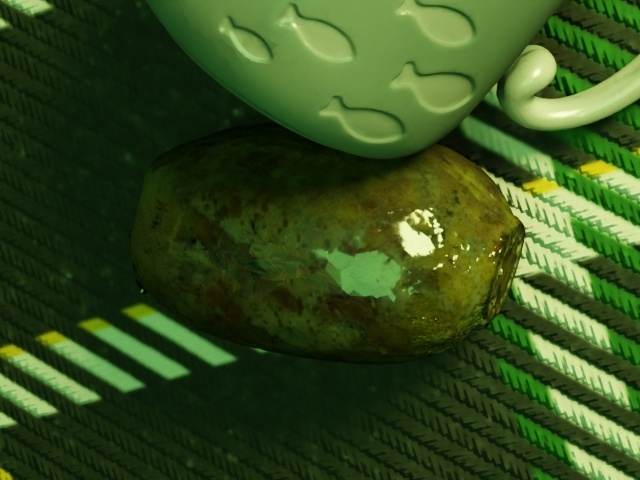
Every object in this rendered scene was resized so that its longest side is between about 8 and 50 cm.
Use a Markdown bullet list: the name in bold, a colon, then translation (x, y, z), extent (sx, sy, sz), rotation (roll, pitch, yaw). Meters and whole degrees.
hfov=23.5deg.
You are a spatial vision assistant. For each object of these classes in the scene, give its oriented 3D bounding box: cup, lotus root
- **cup**: translation (0.082, -0.191, 0.966), extent (0.357, 0.259, 0.274), rotation (30, 112, -20)
- **lotus root**: translation (0.000, 0.000, 1.057), extent (0.275, 0.152, 0.160), rotation (6, 98, 19)
